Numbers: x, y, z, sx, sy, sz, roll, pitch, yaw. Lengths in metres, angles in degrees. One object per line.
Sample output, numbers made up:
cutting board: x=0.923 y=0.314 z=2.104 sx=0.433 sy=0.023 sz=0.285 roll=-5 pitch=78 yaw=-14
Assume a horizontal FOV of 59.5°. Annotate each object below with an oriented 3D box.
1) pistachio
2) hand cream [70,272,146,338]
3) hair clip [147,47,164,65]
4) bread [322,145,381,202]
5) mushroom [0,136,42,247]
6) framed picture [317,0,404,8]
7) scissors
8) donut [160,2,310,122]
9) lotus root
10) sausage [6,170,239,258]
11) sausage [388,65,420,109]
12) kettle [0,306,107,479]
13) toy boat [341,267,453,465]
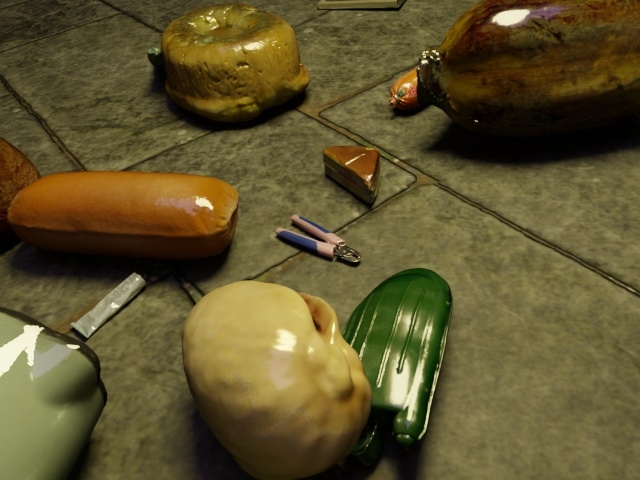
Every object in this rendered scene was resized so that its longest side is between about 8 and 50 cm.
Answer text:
pistachio: x=-0.049 y=0.104 z=0.437 sx=0.201 sy=0.117 sz=0.145 roll=16 pitch=86 yaw=51
hand cream: x=-0.223 y=0.068 z=0.603 sx=0.030 sy=0.019 sz=0.093 roll=26 pitch=58 yaw=30
hair clip: x=-0.287 y=-0.342 z=1.034 sx=0.066 sy=0.036 sz=0.229 roll=-12 pitch=22 yaw=-4
bread: x=0.054 y=-0.091 z=0.718 sx=0.062 sy=0.043 sz=0.109 roll=-27 pitch=44 yaw=-19
mushroom: x=-0.465 y=-0.070 z=0.700 sx=0.194 sy=0.138 sz=0.231 roll=-9 pitch=41 yaw=-2
framed picture: x=0.122 y=-0.581 z=1.282 sx=0.189 sy=0.023 sz=0.260 roll=8 pitch=44 yaw=21
scissors: x=0.000 y=0.000 z=0.645 sx=0.113 sy=0.012 sz=0.039 roll=24 pitch=51 yaw=31
donut: x=-0.149 y=-0.293 z=0.915 sx=0.209 sy=0.128 sz=0.261 roll=-34 pitch=46 yaw=-27
lotus root: x=0.317 y=-0.237 z=0.722 sx=0.398 sy=0.195 sz=0.179 roll=-8 pitch=6 yaw=1
sausage: x=-0.228 y=-0.031 z=0.651 sx=0.275 sy=0.105 sz=0.105 roll=2 pitch=42 yaw=11
sausage: x=0.225 y=-0.294 z=0.914 sx=0.053 sy=0.053 sz=0.348 roll=29 pitch=53 yaw=34
kettle: x=-0.291 y=0.170 z=0.405 sx=0.221 sy=0.161 sz=0.236 roll=-18 pitch=30 yaw=38
toy boat: x=0.062 y=0.095 z=0.498 sx=0.104 sy=0.052 sz=0.210 roll=-9 pitch=35 yaw=31
